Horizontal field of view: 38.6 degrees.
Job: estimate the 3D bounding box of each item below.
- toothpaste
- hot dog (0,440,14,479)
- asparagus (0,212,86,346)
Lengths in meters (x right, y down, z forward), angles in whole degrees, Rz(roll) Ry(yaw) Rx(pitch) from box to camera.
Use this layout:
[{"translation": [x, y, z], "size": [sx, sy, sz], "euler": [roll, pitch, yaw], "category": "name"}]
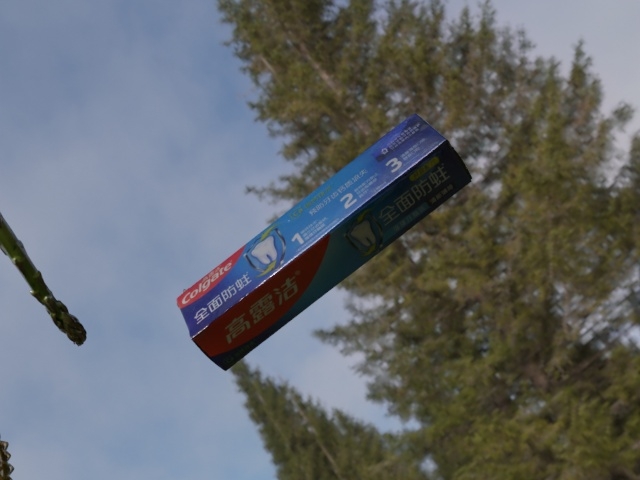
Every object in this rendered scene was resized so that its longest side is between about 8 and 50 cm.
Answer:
[{"translation": [0.001, 0.000, 0.933], "size": [0.320, 0.076, 0.066], "euler": [-38, -54, 3], "category": "toothpaste"}, {"translation": [-0.349, 0.235, 0.666], "size": [0.270, 0.163, 0.082], "euler": [-49, -42, -32], "category": "hot dog"}, {"translation": [-0.280, 0.001, 0.825], "size": [0.025, 0.024, 0.248], "euler": [-43, -64, -31], "category": "asparagus"}]
